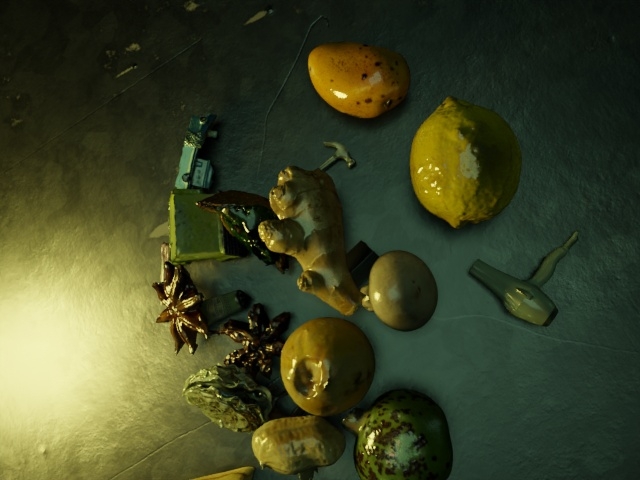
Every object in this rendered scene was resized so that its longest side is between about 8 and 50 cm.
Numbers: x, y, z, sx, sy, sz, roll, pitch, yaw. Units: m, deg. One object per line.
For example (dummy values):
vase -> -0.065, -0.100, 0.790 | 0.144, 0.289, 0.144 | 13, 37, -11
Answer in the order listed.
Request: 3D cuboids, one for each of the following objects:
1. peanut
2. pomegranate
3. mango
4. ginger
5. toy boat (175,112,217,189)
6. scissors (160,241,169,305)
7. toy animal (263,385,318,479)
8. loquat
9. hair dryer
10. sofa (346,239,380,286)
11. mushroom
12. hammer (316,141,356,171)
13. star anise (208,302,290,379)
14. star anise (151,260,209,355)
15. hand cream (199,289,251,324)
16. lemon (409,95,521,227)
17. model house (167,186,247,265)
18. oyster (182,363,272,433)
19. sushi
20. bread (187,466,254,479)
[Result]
peanut -> -0.053, 0.478, 1.314 | 0.224, 0.129, 0.129 | -12, 80, 9
pomegranate -> 0.179, 0.471, 1.312 | 0.270, 0.254, 0.254 | 30, 87, 9
mango -> 0.094, -0.432, 1.499 | 0.290, 0.160, 0.191 | 23, 95, 15
ginger -> -0.015, -0.001, 1.356 | 0.166, 0.236, 0.376 | -34, 64, 32
toy boat -> -0.334, -0.244, 1.568 | 0.098, 0.109, 0.238 | 12, 87, -10
scissors -> -0.433, 0.093, 1.556 | 0.022, 0.085, 0.176 | 1, 94, -28
toy animal -> -0.077, 0.491, 1.432 | 0.214, 0.094, 0.186 | 24, 82, 19
loquat -> 0.020, 0.301, 1.363 | 0.243, 0.244, 0.244 | -1, 82, 9
hair dryer -> 0.505, 0.063, 1.417 | 0.229, 0.092, 0.267 | 18, 71, 17
sofa -> 0.088, 0.078, 1.477 | 0.147, 0.085, 0.060 | -44, 120, 0
mushroom -> 0.184, 0.130, 1.401 | 0.204, 0.204, 0.204 | -1, 82, 9
hammer -> -0.027, -0.179, 1.545 | 0.246, 0.029, 0.103 | -37, 79, 4
star anise -> -0.164, 0.268, 1.455 | 0.220, 0.126, 0.190 | -30, 83, 1
star anise -> -0.352, 0.175, 1.479 | 0.271, 0.102, 0.272 | 16, 112, 43
hand cream -> -0.298, 0.193, 1.523 | 0.235, 0.055, 0.087 | -20, 75, 14
lemon -> 0.350, -0.191, 1.367 | 0.268, 0.268, 0.322 | 2, 94, 9
model house -> -0.303, -0.039, 1.529 | 0.211, 0.170, 0.194 | -3, 77, -19
oyster -> -0.244, 0.388, 1.414 | 0.267, 0.199, 0.112 | 18, 42, 19
sushi -> -0.167, -0.040, 1.441 | 0.149, 0.287, 0.140 | -20, 38, 38
bread -> -0.320, 0.623, 1.404 | 0.263, 0.167, 0.163 | 16, 84, 12
